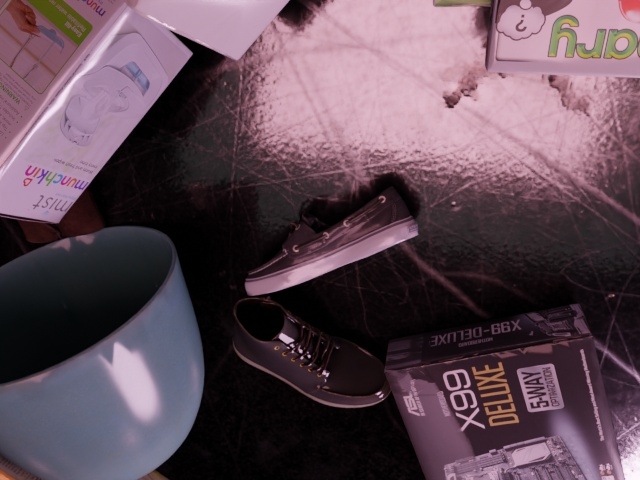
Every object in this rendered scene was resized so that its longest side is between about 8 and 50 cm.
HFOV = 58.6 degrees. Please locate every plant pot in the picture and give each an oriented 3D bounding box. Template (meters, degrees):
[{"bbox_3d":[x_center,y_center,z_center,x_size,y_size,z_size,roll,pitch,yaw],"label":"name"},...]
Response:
[{"bbox_3d":[-0.278,0.157,0.703,0.293,0.293,0.235,-7,121,15],"label":"plant pot"}]

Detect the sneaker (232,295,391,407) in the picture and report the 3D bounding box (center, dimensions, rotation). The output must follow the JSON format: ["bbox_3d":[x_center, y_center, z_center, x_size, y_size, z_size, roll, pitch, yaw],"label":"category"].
[{"bbox_3d":[-0.011,0.144,0.714,0.222,0.083,0.118,18,155,5],"label":"sneaker"}]

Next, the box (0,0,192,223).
[{"bbox_3d":[-0.306,-0.187,0.547,0.262,0.127,0.231,40,95,13],"label":"box"}]

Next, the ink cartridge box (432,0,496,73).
[{"bbox_3d":[0.133,-0.263,0.507,0.062,0.109,0.209,2,115,12],"label":"ink cartridge box"}]

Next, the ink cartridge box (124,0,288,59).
[{"bbox_3d":[-0.057,-0.331,0.459,0.289,0.121,0.211,-40,61,26],"label":"ink cartridge box"}]

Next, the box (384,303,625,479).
[{"bbox_3d":[0.245,0.247,0.738,0.242,0.076,0.307,-14,111,18],"label":"box"}]

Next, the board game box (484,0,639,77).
[{"bbox_3d":[0.283,-0.213,0.397,0.305,0.053,0.193,5,119,13],"label":"board game box"}]

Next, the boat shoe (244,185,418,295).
[{"bbox_3d":[0.000,0.000,0.681,0.228,0.080,0.076,-22,89,25],"label":"boat shoe"}]

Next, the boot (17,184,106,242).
[{"bbox_3d":[-0.314,-0.105,0.710,0.248,0.090,0.207,-11,125,13],"label":"boot"}]

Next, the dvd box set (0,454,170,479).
[{"bbox_3d":[-0.260,0.404,0.808,0.420,0.307,0.062,39,81,-8],"label":"dvd box set"}]
